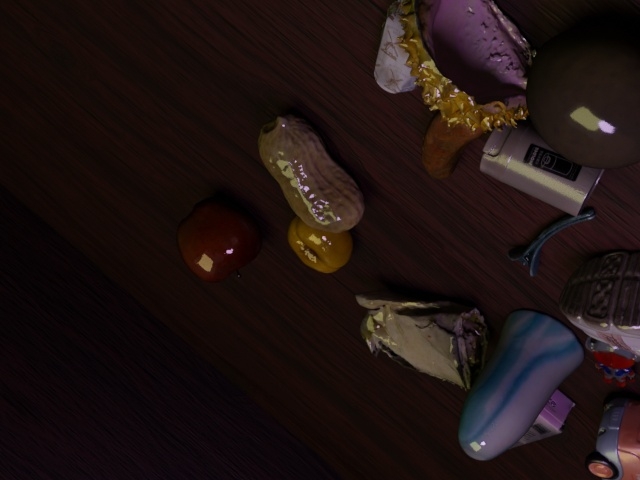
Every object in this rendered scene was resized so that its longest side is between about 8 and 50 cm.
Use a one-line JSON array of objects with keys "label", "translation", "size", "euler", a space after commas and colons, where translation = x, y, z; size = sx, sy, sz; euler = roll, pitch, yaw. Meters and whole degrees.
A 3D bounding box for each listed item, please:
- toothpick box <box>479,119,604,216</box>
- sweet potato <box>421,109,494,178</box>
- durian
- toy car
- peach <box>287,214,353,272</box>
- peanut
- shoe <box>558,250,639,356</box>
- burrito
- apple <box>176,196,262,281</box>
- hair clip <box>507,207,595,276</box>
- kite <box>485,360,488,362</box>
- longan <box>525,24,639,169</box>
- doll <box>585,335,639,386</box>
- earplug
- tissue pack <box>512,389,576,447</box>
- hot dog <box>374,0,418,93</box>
[{"label": "toothpick box", "translation": [0.366, -0.126, 1.303], "size": [0.181, 0.111, 0.111], "euler": [30, 149, 18]}, {"label": "sweet potato", "translation": [0.231, -0.185, 1.407], "size": [0.097, 0.097, 0.292], "euler": [40, 155, 3]}, {"label": "durian", "translation": [0.196, -0.274, 1.173], "size": [0.185, 0.195, 0.305], "euler": [-24, 105, 31]}, {"label": "toy car", "translation": [0.693, 0.459, 1.646], "size": [0.212, 0.180, 0.270], "euler": [0, 131, 37]}, {"label": "peach", "translation": [0.000, 0.000, 1.910], "size": [0.179, 0.103, 0.179], "euler": [32, 149, 22]}, {"label": "peanut", "translation": [-0.030, -0.138, 1.718], "size": [0.159, 0.143, 0.291], "euler": [-25, 109, 47]}, {"label": "shoe", "translation": [0.588, 0.153, 1.352], "size": [0.351, 0.172, 0.198], "euler": [11, 142, 44]}, {"label": "burrito", "translation": [0.239, 0.212, 1.879], "size": [0.332, 0.135, 0.190], "euler": [14, 132, 44]}, {"label": "apple", "translation": [-0.278, 0.004, 2.129], "size": [0.234, 0.234, 0.234], "euler": [29, 149, 20]}, {"label": "hair clip", "translation": [0.429, -0.005, 1.464], "size": [0.070, 0.039, 0.229], "euler": [40, 149, 5]}, {"label": "kite", "translation": [0.462, 0.315, 1.769], "size": [0.160, 0.183, 0.010], "euler": [-12, 126, 2]}, {"label": "longan", "translation": [0.388, -0.200, 1.100], "size": [0.220, 0.196, 0.196], "euler": [47, 152, 14]}, {"label": "doll", "translation": [0.590, 0.232, 1.573], "size": [0.104, 0.062, 0.194], "euler": [33, 159, 38]}, {"label": "earplug", "translation": [0.395, 0.318, 1.643], "size": [0.185, 0.324, 0.185], "euler": [30, 148, 21]}, {"label": "tissue pack", "translation": [0.475, 0.407, 1.901], "size": [0.148, 0.092, 0.246], "euler": [40, 150, 0]}, {"label": "hot dog", "translation": [0.141, -0.332, 1.353], "size": [0.099, 0.053, 0.192], "euler": [30, 146, 17]}]
